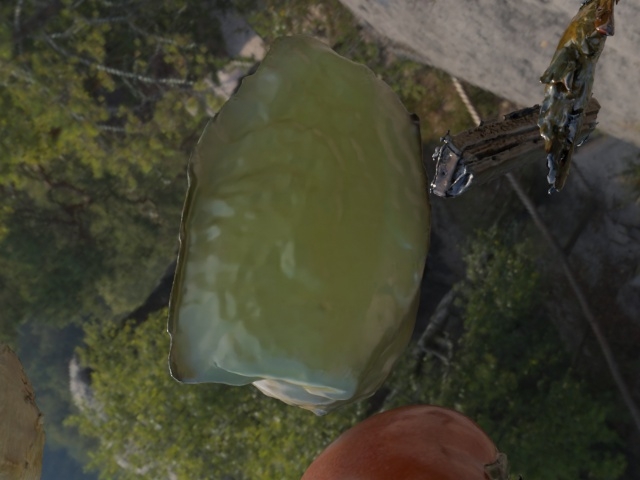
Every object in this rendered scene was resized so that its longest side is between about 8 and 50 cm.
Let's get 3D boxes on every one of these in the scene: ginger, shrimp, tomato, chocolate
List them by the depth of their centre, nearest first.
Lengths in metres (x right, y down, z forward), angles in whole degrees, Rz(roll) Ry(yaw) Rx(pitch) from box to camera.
[{"bbox_3d":[0.000,-0.004,0.421,0.115,0.193,0.122,6,159,9],"label":"ginger"},{"bbox_3d":[0.088,0.266,0.660,0.225,0.255,0.255,-32,114,14],"label":"tomato"},{"bbox_3d":[0.282,-0.184,0.914,0.066,0.262,0.117,14,157,7],"label":"shrimp"},{"bbox_3d":[0.286,-0.135,1.145,0.065,0.329,0.102,47,140,30],"label":"chocolate"}]

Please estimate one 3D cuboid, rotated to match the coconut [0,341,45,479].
[{"bbox_3d":[-0.529,0.274,1.023,0.346,0.360,0.346,35,169,8],"label":"coconut"}]
